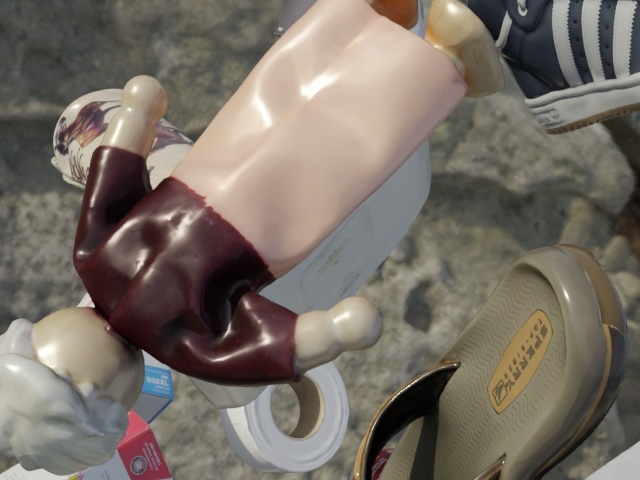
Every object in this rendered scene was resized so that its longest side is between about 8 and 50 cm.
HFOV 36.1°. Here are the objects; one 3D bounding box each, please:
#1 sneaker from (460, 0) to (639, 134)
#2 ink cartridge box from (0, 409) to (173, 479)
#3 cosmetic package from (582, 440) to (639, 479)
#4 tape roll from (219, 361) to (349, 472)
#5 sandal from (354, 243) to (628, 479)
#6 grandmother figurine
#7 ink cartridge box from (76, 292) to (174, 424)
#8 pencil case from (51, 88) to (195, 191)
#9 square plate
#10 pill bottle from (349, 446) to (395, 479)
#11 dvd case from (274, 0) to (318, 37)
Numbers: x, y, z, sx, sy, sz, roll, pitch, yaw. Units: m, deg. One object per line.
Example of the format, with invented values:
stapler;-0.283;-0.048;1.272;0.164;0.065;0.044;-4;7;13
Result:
sneaker;0.164;-0.157;0.555;0.099;0.282;0.153;-38;96;-16
ink cartridge box;-0.409;0.456;1.675;0.306;0.226;0.131;-28;31;-25
cosmetic package;0.285;0.408;0.834;0.393;0.329;0.327;-11;45;-48
tape roll;-0.077;0.368;2.159;0.286;0.100;0.286;11;72;-35
sandal;0.050;0.095;0.401;0.060;0.219;0.090;2;40;-26
grandmother figurine;-0.051;-0.003;0.540;0.208;0.342;0.104;43;-6;32
ink cartridge box;-0.432;0.251;2.080;0.129;0.223;0.307;17;42;-34
pencil case;-0.228;-0.063;1.318;0.183;0.160;0.410;-35;42;-12
square plate;0.000;0.000;0.898;0.049;0.344;0.347;37;77;19
pill bottle;0.099;0.260;0.974;0.086;0.152;0.086;0;89;-30
dvd case;0.043;-0.317;1.106;0.018;0.221;0.164;21;5;-44
